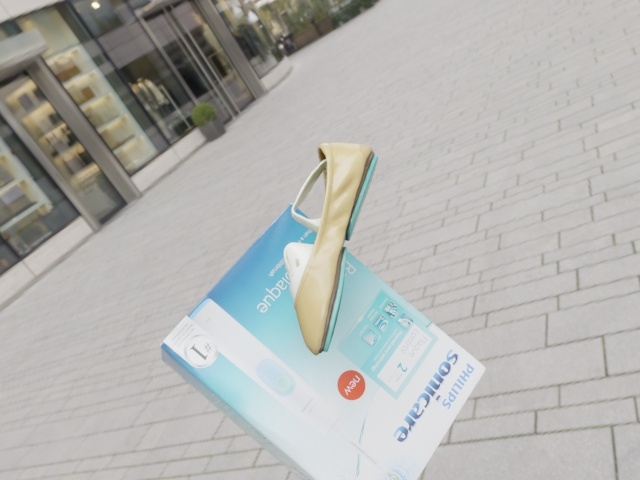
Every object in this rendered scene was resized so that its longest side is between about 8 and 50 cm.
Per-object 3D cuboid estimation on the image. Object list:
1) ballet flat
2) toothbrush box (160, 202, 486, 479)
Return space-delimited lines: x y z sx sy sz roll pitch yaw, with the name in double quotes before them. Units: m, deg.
"ballet flat" 0.000 0.000 0.587 0.080 0.073 0.232 100 -175 -63
"toothbrush box" 0.000 0.142 0.665 0.216 0.295 0.126 -48 0 -23
